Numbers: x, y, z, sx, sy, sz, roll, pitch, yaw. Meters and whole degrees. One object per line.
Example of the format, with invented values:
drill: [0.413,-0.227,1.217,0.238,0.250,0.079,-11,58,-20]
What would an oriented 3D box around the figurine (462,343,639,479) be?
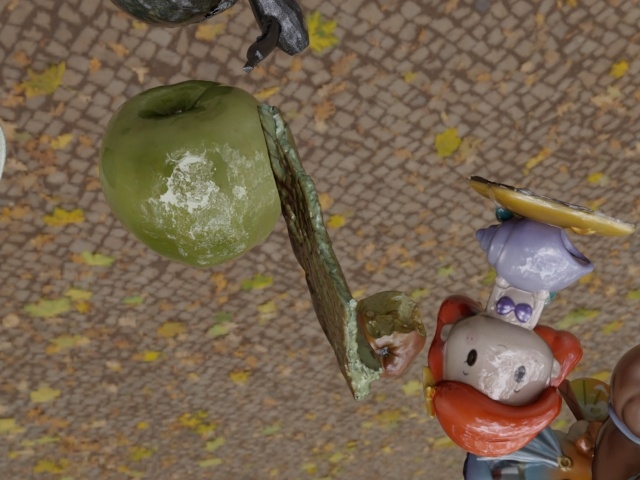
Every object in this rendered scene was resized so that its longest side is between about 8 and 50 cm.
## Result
figurine: [0.366,0.296,1.015,0.248,0.276,0.388,20,154,-31]

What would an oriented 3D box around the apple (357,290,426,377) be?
apple: [0.122,0.189,1.515,0.156,0.158,0.147,23,126,-1]

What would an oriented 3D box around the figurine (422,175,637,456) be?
figurine: [0.202,0.080,0.806,0.181,0.208,0.256,16,97,-18]

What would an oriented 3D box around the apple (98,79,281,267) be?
apple: [-0.240,-0.124,1.474,0.358,0.357,0.357,-9,144,-7]

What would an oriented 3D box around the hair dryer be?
hair dryer: [-0.039,-0.137,0.481,0.031,0.083,0.079,-20,124,29]

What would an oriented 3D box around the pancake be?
pancake: [0.000,0.003,1.117,0.067,0.426,0.304,-17,156,-7]

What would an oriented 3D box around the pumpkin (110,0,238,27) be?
pumpkin: [-0.329,-0.713,1.791,0.455,0.454,0.344,-29,143,20]

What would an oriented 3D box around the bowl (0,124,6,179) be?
bowl: [-0.752,-0.147,1.510,0.145,0.277,0.277,21,143,10]
